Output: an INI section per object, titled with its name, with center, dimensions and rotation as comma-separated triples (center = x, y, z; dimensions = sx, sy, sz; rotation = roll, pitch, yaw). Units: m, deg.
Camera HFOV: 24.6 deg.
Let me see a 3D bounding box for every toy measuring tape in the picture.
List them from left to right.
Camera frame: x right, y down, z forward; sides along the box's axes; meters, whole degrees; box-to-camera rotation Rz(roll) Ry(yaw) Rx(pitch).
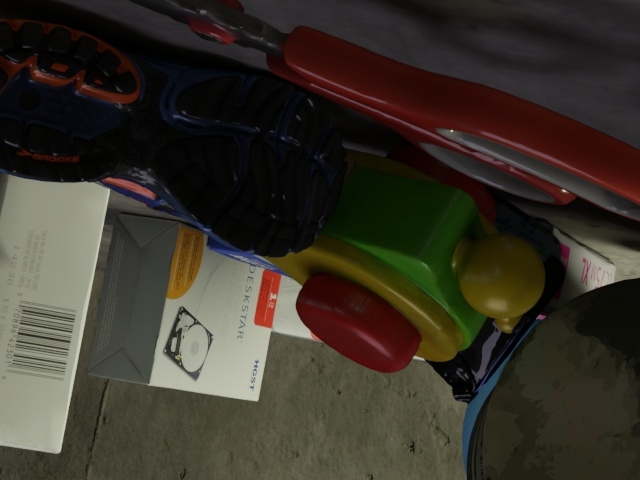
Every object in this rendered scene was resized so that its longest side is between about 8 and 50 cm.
[toy measuring tape]
center = 0.000, 0.000, 0.823
dimensions = 0.121, 0.121, 0.330
rotation = 16, 179, -43

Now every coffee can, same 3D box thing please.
[coffee can]
center = 0.198, 0.144, 0.939
dimensions = 0.201, 0.201, 0.275
rotation = 11, 170, 6

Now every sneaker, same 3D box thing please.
[sneaker]
center = -0.080, -0.055, 0.681
dimensions = 0.221, 0.083, 0.087
rotation = 21, -176, -35

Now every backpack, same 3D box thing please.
[backpack]
center = 0.080, 0.019, 0.885
dimensions = 0.114, 0.105, 0.084
rotation = 37, -138, 10

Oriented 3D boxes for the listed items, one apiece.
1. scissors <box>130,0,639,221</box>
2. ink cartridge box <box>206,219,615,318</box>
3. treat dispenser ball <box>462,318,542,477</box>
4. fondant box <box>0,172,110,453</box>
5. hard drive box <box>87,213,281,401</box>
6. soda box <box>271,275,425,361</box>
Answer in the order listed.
[scissors]
center = -0.013, -0.066, 0.466
dimensions = 0.297, 0.021, 0.109
rotation = 24, 178, -23
[ink cartridge box]
center = 0.050, 0.008, 1.119
dimensions = 0.311, 0.065, 0.186
rotation = 11, 175, 27
[treat dispenser ball]
center = 0.290, 0.208, 1.498
dimensions = 0.288, 0.288, 0.288
rotation = 11, 175, 1
[fondant box]
center = -0.296, 0.052, 1.345
dimensions = 0.096, 0.238, 0.330
rotation = 12, 175, -23
[hard drive box]
center = -0.148, 0.080, 1.670
dimensions = 0.089, 0.181, 0.232
rotation = 7, 174, 29
[soda box]
center = 0.024, 0.089, 1.880
dimensions = 0.286, 0.091, 0.098
rotation = 11, 175, -3
